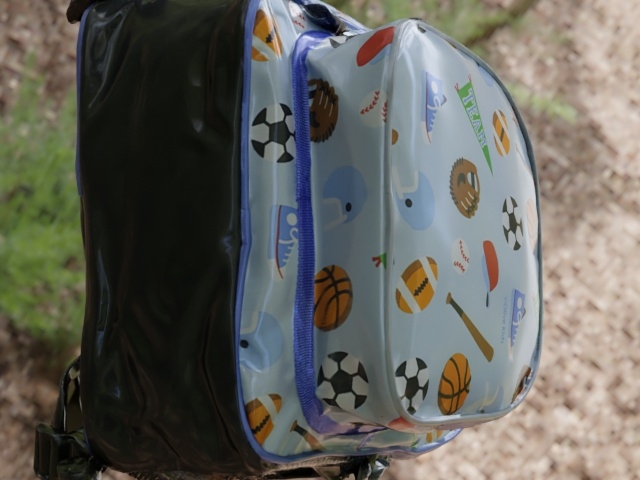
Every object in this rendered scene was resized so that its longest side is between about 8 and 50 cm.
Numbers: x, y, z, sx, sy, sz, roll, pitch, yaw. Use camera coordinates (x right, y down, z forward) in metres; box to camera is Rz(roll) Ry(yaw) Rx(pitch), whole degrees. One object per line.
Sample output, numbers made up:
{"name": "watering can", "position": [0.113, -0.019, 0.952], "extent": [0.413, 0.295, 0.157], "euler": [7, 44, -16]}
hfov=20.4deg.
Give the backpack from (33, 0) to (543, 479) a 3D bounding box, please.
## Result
{"name": "backpack", "position": [0.000, 0.000, 0.906], "extent": [0.213, 0.277, 0.263], "euler": [3, -3, 22]}
